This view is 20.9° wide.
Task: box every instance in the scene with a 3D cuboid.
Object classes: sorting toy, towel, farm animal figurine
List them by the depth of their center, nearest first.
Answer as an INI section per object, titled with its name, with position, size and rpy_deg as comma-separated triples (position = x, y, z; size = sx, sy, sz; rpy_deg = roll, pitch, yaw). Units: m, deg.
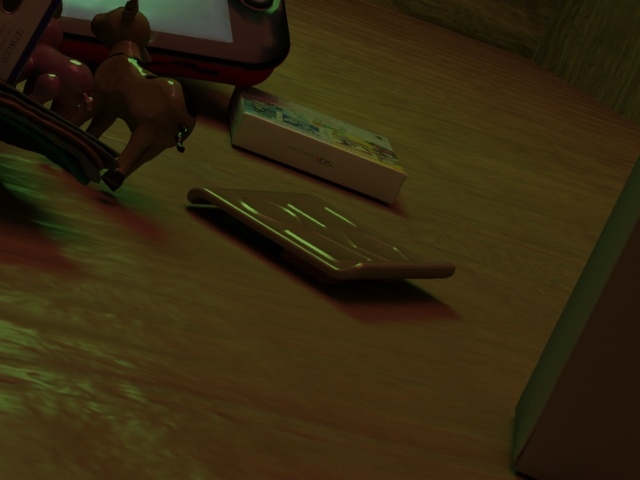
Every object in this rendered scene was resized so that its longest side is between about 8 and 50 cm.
[towel]
position = -0.362, -0.161, 1.368
size = 0.370, 0.040, 0.271
rpy_deg = 33, -7, -40
[farm animal figurine]
position = -0.264, -0.216, 1.600
size = 0.330, 0.172, 0.327
rpy_deg = 45, -11, -22
[sorting toy]
position = 0.000, 0.000, 1.659
size = 0.208, 0.038, 0.193
rpy_deg = 26, 13, 31

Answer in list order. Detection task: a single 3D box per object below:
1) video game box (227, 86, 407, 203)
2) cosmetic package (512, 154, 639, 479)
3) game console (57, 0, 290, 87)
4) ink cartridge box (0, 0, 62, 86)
[video game box]
position = -0.008, -0.118, 2.062
size = 0.205, 0.048, 0.187
rpy_deg = 20, 11, -10
[cosmetic package]
position = 0.306, 0.034, 1.311
size = 0.197, 0.365, 0.155
rpy_deg = 26, 15, 0
[game console]
position = -0.230, -0.350, 2.095
size = 0.386, 0.060, 0.342
rpy_deg = 8, 57, -22
[ink cartridge box]
position = -0.370, -0.286, 1.396
size = 0.371, 0.176, 0.069
rpy_deg = 29, -6, -7
